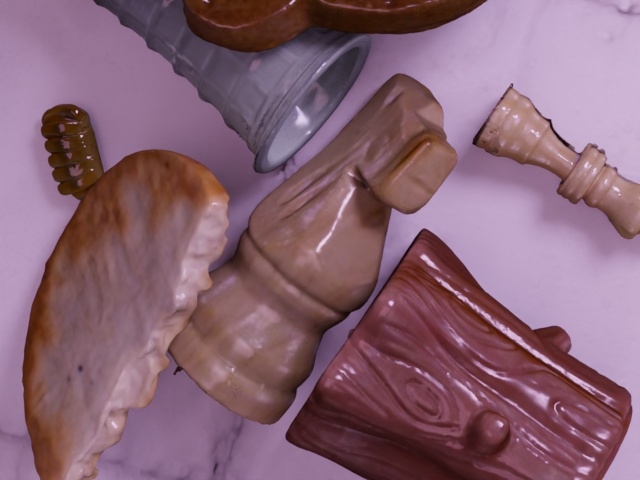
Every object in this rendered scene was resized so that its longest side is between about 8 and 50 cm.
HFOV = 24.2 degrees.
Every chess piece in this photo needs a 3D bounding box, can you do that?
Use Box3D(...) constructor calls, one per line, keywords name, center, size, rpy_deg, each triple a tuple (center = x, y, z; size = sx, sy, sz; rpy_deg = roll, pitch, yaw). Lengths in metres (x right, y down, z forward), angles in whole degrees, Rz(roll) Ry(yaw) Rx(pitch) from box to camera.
Box3D(name="chess piece", center=(0.000, 0.000, 1.234), size=(0.137, 0.137, 0.301), rpy_deg=(39, 103, 6))
Box3D(name="chess piece", center=(0.209, -0.056, 1.204), size=(0.172, 0.060, 0.060), rpy_deg=(33, 105, 5))

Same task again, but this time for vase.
Box3D(name="vase", center=(-0.117, -0.199, 1.226), size=(0.299, 0.143, 0.143), rpy_deg=(39, 105, 10))

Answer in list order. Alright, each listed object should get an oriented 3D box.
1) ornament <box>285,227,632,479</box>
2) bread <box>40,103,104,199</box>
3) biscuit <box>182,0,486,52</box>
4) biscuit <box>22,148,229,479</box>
Box3D(name="ornament", center=(0.115, 0.131, 1.191), size=(0.217, 0.221, 0.235), rpy_deg=(34, 146, 3))
Box3D(name="bread", center=(-0.221, -0.077, 1.320), size=(0.049, 0.033, 0.088), rpy_deg=(-9, 97, 21))
Box3D(name="biscuit", center=(-0.012, -0.283, 1.162), size=(0.367, 0.063, 0.314), rpy_deg=(20, 76, 7))
Box3D(name="biscuit", center=(-0.177, 0.050, 1.266), size=(0.309, 0.040, 0.204), rpy_deg=(-60, 40, 18))
